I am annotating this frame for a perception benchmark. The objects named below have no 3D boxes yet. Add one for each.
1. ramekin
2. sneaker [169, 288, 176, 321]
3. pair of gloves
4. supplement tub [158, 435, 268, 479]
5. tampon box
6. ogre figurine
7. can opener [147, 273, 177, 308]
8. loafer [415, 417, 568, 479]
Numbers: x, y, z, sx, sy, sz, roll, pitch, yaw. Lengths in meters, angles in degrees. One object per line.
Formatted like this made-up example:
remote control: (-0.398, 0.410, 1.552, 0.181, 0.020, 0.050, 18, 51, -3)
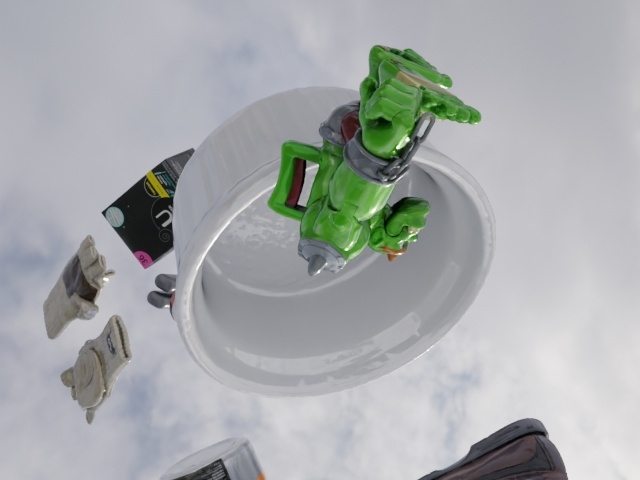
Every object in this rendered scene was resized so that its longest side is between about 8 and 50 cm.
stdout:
ramekin: (0.000, 0.000, 0.648, 0.277, 0.277, 0.135, 23, -153, -36)
sneaker: (-0.164, 0.116, 1.221, 0.090, 0.270, 0.145, 2, -125, -42)
pair of gloves: (-0.345, 0.128, 1.086, 0.042, 0.204, 0.240, 4, -133, -42)
supplement tub: (-0.162, 0.552, 1.380, 0.194, 0.194, 0.316, -22, -93, -49)
tampon box: (-0.253, -0.054, 1.209, 0.120, 0.161, 0.101, 53, -157, -4)
ogre figurine: (0.029, -0.053, 0.441, 0.097, 0.118, 0.197, 20, -157, -20)
can opener: (-0.274, 0.103, 1.521, 0.093, 0.074, 0.280, 25, -175, 17)
loafer: (0.183, 0.351, 0.958, 0.109, 0.302, 0.095, 38, -162, -44)
